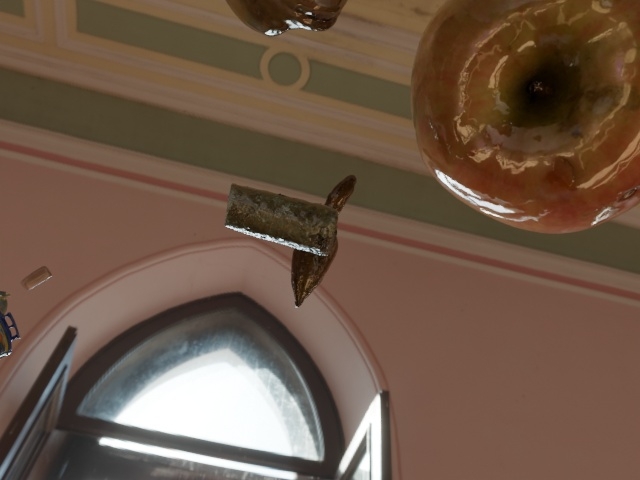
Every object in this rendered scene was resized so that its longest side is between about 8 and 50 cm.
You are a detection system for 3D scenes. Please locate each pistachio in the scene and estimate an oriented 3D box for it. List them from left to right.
[{"bbox_3d":[-0.051,-0.402,0.733,0.212,0.261,0.163,28,-43,-11],"label":"pistachio"}]

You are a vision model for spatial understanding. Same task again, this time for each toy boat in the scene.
[{"bbox_3d":[-0.496,0.093,0.759,0.091,0.110,0.175,-27,-88,7],"label":"toy boat"}]

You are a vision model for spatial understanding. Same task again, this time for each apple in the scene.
[{"bbox_3d":[0.322,-0.208,0.754,0.391,0.346,0.392,3,-82,24],"label":"apple"}]

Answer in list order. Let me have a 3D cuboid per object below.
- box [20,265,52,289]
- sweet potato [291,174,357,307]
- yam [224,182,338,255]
[{"bbox_3d":[-0.522,0.069,0.951,0.115,0.048,0.025,-10,-67,59],"label":"box"},{"bbox_3d":[0.000,-0.002,0.949,0.074,0.270,0.075,21,-16,6],"label":"sweet potato"},{"bbox_3d":[-0.061,-0.034,0.768,0.179,0.078,0.078,17,-52,6],"label":"yam"}]
